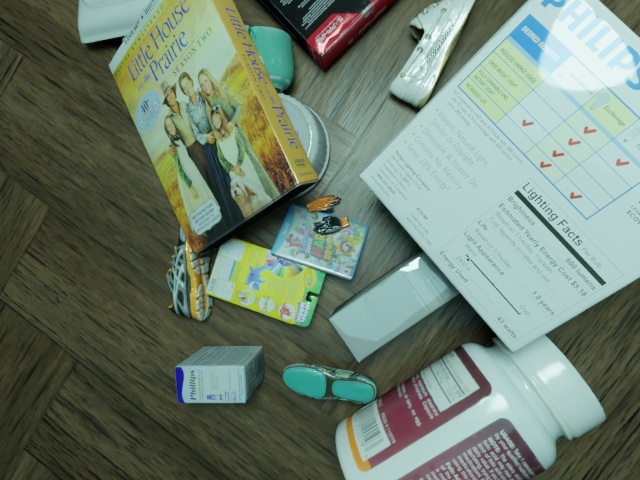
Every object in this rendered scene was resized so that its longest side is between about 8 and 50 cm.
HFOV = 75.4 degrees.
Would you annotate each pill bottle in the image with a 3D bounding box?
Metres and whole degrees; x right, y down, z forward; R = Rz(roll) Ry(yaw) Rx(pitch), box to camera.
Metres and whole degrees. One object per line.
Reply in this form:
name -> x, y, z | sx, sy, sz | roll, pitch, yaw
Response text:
pill bottle -> 0.242, 0.320, 0.713 | 0.392, 0.224, 0.224 | -35, 86, 7

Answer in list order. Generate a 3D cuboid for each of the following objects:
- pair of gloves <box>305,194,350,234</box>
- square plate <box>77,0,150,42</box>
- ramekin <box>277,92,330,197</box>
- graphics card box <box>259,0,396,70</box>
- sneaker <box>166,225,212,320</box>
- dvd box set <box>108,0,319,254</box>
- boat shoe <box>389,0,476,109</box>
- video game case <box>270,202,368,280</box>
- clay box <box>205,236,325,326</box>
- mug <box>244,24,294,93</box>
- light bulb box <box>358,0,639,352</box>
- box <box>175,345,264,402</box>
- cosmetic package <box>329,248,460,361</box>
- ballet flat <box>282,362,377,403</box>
pair of gloves -> 0.014, -0.052, 0.830 | 0.074, 0.010, 0.083 | -16, 67, -5
square plate -> -0.352, -0.585, 0.807 | 0.343, 0.049, 0.348 | 2, 89, 21
ramekin -> -0.088, -0.186, 0.809 | 0.207, 0.109, 0.207 | 0, 90, 8
graphics card box -> -0.034, -0.551, 0.805 | 0.233, 0.094, 0.371 | -43, 86, 7
sneaker -> -0.278, 0.059, 0.854 | 0.083, 0.084, 0.215 | -1, 90, 15
dvd box set -> -0.210, -0.220, 0.740 | 0.307, 0.062, 0.421 | -27, 86, 36
boat shoe -> 0.213, -0.393, 0.770 | 0.096, 0.098, 0.277 | 26, 95, 6
video game case -> 0.000, 0.000, 0.821 | 0.166, 0.015, 0.119 | 17, 66, 7
clay box -> -0.108, 0.081, 0.843 | 0.221, 0.053, 0.128 | 18, 91, 6
mug -> -0.123, -0.333, 0.790 | 0.129, 0.157, 0.098 | -2, 95, 43
light bulb box -> 0.325, -0.098, 0.629 | 0.361, 0.225, 0.358 | -44, 80, 26
box -> -0.195, 0.263, 0.821 | 0.137, 0.126, 0.072 | -2, 92, 8
cosmetic package -> 0.140, 0.110, 0.774 | 0.238, 0.127, 0.107 | -39, 85, 8
ballet flat -> 0.019, 0.281, 0.824 | 0.188, 0.070, 0.070 | 11, 92, 12
